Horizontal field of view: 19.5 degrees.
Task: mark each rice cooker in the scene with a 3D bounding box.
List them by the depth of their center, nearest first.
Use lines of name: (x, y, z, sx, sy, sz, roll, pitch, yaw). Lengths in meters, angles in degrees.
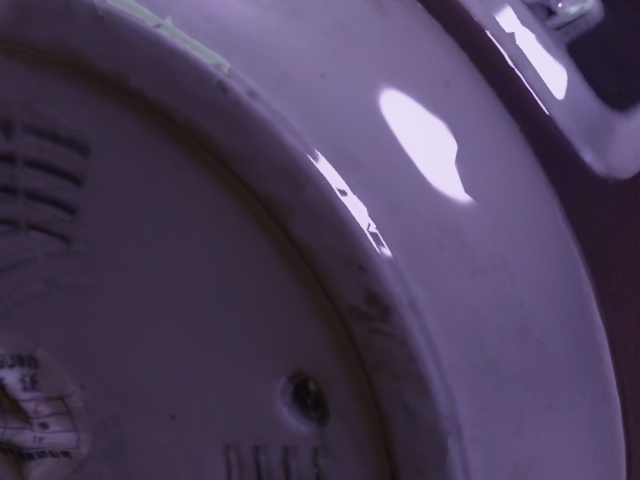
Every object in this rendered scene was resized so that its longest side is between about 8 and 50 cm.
rice cooker: (0.000, 0.000, 0.621, 0.335, 0.335, 0.325, 5, 23, 29)
